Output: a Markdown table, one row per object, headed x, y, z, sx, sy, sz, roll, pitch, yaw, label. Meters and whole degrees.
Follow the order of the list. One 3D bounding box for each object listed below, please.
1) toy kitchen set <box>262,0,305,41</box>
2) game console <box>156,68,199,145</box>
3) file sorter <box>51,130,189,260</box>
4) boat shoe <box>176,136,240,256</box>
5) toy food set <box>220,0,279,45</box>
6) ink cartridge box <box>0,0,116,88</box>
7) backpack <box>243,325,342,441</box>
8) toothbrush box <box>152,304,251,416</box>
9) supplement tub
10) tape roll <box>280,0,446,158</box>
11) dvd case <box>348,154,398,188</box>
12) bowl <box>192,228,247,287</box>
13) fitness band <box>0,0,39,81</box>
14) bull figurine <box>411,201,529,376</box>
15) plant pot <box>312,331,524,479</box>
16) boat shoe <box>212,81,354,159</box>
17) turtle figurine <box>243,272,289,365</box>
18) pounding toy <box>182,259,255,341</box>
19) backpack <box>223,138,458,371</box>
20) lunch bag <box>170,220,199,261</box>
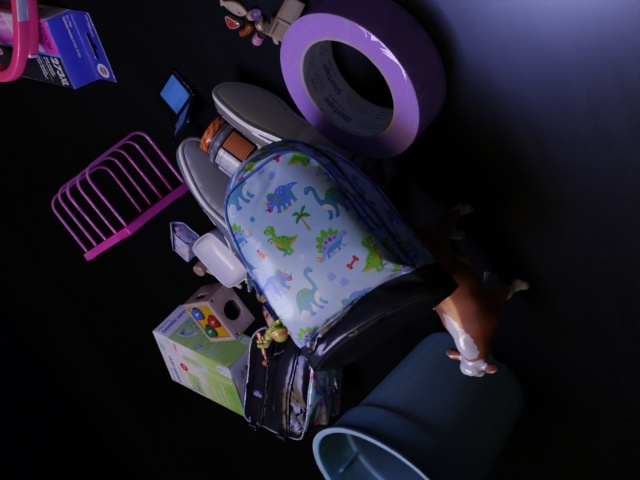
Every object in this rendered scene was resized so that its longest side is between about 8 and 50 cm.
| x | y | z | sx | sy | sz | roll | pitch | yaw | label |
| --- | --- | --- | --- | --- | --- | --- | --- | --- | --- |
| -0.049 | -0.374 | 1.690 | 0.068 | 0.075 | 0.083 | 24 | -168 | -19 | toy kitchen set |
| -0.306 | -0.274 | 2.048 | 0.071 | 0.107 | 0.122 | 21 | 153 | -17 | game console |
| -0.478 | -0.108 | 2.309 | 0.182 | 0.202 | 0.291 | 53 | 147 | -9 | file sorter |
| -0.224 | -0.083 | 2.134 | 0.099 | 0.116 | 0.319 | -7 | 128 | 46 | boat shoe |
| -0.131 | -0.386 | 1.770 | 0.122 | 0.019 | 0.078 | 23 | 143 | 29 | toy food set |
| -0.626 | -0.442 | 2.216 | 0.371 | 0.069 | 0.175 | 15 | 137 | 34 | ink cartridge box |
| -0.063 | 0.317 | 2.324 | 0.225 | 0.191 | 0.253 | 13 | 108 | 39 | backpack |
| -0.292 | 0.324 | 2.672 | 0.283 | 0.122 | 0.206 | 22 | 142 | 33 | toothbrush box |
| -0.136 | -0.162 | 1.943 | 0.190 | 0.117 | 0.117 | 38 | 147 | 11 | supplement tub |
| 0.068 | -0.271 | 1.620 | 0.275 | 0.090 | 0.274 | 28 | 144 | 22 | tape roll |
| 0.086 | -0.124 | 1.737 | 0.013 | 0.119 | 0.087 | 5 | 130 | 44 | dvd case |
| -0.223 | 0.033 | 2.323 | 0.142 | 0.053 | 0.142 | 47 | 149 | -6 | bowl |
| -0.692 | -0.491 | 2.140 | 0.209 | 0.054 | 0.290 | 22 | 117 | 36 | fitness band |
| 0.254 | 0.089 | 1.733 | 0.101 | 0.188 | 0.310 | -11 | 119 | 53 | bull figurine |
| 0.220 | 0.383 | 1.974 | 0.341 | 0.334 | 0.341 | 29 | 145 | 23 | plant pot |
| -0.076 | -0.196 | 1.846 | 0.305 | 0.109 | 0.091 | 30 | 141 | 14 | boat shoe |
| -0.103 | 0.138 | 2.188 | 0.269 | 0.087 | 0.217 | 102 | 155 | -52 | turtle figurine |
| -0.267 | 0.151 | 2.469 | 0.181 | 0.094 | 0.206 | -11 | 119 | 53 | pounding toy |
| 0.000 | 0.000 | 1.611 | 0.290 | 0.273 | 0.355 | -34 | 68 | 22 | backpack |
| -0.338 | 0.000 | 2.414 | 0.083 | 0.053 | 0.071 | 41 | 148 | 22 | lunch bag |
